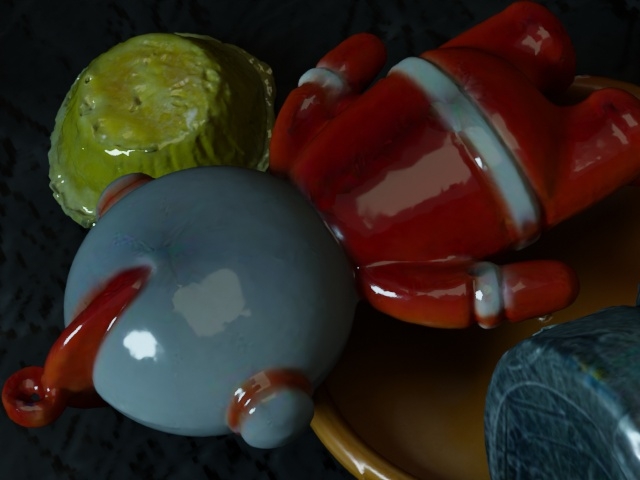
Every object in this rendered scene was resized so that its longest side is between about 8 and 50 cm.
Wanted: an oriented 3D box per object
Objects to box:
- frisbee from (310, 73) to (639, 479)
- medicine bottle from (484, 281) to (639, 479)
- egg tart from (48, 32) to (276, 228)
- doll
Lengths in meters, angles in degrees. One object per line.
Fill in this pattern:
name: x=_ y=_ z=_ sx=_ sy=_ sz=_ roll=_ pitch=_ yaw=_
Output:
frisbee: x=0.080 y=0.022 z=0.583 sx=0.192 sy=0.035 sz=0.192 roll=-7 pitch=56 yaw=10
medicine bottle: x=0.196 y=0.033 z=0.470 sx=0.293 sy=0.141 sz=0.141 roll=-17 pitch=59 yaw=-22
egg tart: x=-0.066 y=-0.049 z=0.639 sx=0.105 sy=0.039 sz=0.105 roll=-4 pitch=59 yaw=6
doll: x=0.000 y=0.000 z=0.555 sx=0.245 sy=0.076 sz=0.142 roll=-32 pitch=55 yaw=-11
